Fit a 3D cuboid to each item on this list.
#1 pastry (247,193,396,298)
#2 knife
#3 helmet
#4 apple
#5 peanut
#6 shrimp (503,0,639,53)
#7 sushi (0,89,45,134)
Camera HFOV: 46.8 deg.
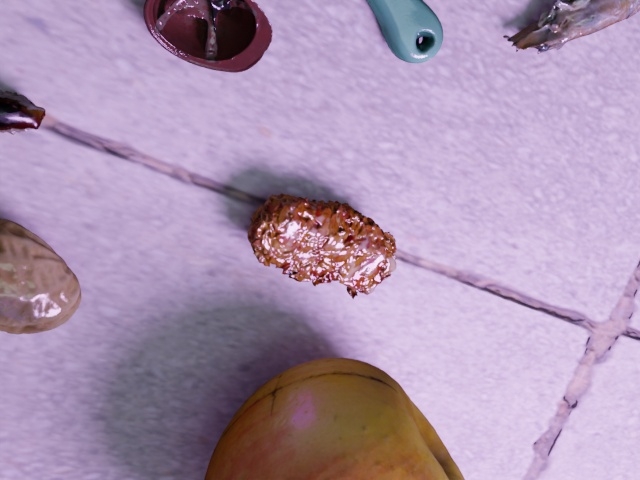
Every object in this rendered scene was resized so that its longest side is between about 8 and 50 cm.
[{"bbox_3d":[0.001,-0.002,0.750,0.170,0.063,0.087,20,106,-34],"label":"pastry"},{"bbox_3d":[0.023,-0.267,0.691,0.063,0.034,0.260,-45,114,2],"label":"knife"},{"bbox_3d":[-0.096,-0.201,0.637,0.111,0.057,0.089,25,131,-35],"label":"helmet"},{"bbox_3d":[0.015,0.259,0.719,0.233,0.286,0.286,-34,119,8],"label":"apple"},{"bbox_3d":[-0.291,0.024,0.604,0.194,0.083,0.093,21,111,-30],"label":"peanut"},{"bbox_3d":[0.294,-0.270,0.782,0.224,0.047,0.126,-30,147,-8],"label":"shrimp"},{"bbox_3d":[-0.265,-0.110,0.594,0.083,0.046,0.044,7,103,-27],"label":"sushi"}]
